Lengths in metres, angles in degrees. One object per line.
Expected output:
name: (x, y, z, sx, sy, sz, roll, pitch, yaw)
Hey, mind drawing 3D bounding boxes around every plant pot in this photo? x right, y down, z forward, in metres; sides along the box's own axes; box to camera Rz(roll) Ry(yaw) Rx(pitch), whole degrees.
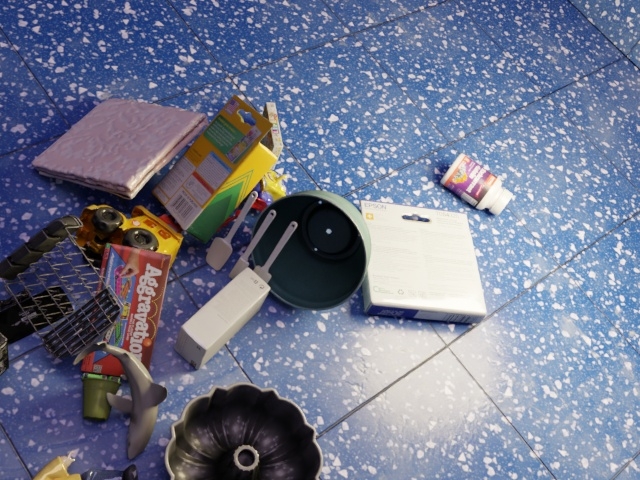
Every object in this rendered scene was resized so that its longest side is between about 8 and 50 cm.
plant pot: (-0.467, 0.336, 1.652, 0.083, 0.083, 0.079, 10, 66, -13)
plant pot: (0.000, 0.000, 1.938, 0.293, 0.293, 0.196, 35, 27, 5)

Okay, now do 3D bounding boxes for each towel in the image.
towel: (-0.493, -0.239, 1.946, 0.331, 0.053, 0.317, 15, 49, 28)

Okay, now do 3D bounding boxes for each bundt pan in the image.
bundt pan: (-0.168, 0.470, 1.636, 0.330, 0.124, 0.331, 10, 55, -15)

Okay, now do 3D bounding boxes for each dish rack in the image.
dish rack: (-0.546, 0.103, 1.670, 0.208, 0.074, 0.271, -37, 83, 7)

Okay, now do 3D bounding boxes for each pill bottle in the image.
pill bottle: (0.457, -0.158, 2.290, 0.193, 0.108, 0.108, 36, 53, 5)

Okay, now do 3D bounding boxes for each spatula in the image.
spatula: (-0.166, 0.009, 1.882, 0.168, 0.242, 0.019, 39, 30, 10)

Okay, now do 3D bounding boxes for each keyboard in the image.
keyboard: (-0.652, 0.158, 1.734, 0.192, 0.038, 0.100, -28, 94, -33)

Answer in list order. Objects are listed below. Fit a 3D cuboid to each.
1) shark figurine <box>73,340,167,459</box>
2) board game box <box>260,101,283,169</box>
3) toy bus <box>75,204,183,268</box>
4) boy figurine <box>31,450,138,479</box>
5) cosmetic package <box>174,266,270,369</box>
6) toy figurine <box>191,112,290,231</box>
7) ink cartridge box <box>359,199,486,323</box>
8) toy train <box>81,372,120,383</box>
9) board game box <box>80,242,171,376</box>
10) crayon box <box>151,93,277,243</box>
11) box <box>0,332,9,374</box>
shark figurine: (-0.374, 0.294, 1.625, 0.166, 0.116, 0.278, -41, 118, -46)
board game box: (-0.139, -0.287, 2.163, 0.026, 0.103, 0.154, 0, 57, -20)
toy bus: (-0.433, -0.012, 1.860, 0.220, 0.149, 0.211, 35, 40, 8)
boy figurine: (-0.499, 0.497, 1.521, 0.285, 0.092, 0.177, 0, 60, -24)
cosmetic package: (-0.226, 0.178, 1.815, 0.085, 0.117, 0.231, 41, 52, 10)
toy figurine: (-0.178, -0.148, 2.065, 0.217, 0.191, 0.363, 30, 26, -43)
ink cartridge box: (0.261, 0.056, 2.103, 0.324, 0.071, 0.330, 7, 53, -15)
toy train: (-0.474, 0.300, 1.700, 0.083, 0.024, 0.017, 11, 55, -13)
board game box: (-0.423, 0.156, 1.718, 0.145, 0.027, 0.281, 11, 89, -12)
crayon box: (-0.243, -0.176, 1.909, 0.323, 0.083, 0.203, -49, 46, 2)
box: (-0.715, 0.263, 1.561, 0.077, 0.147, 0.180, 37, 54, 6)
